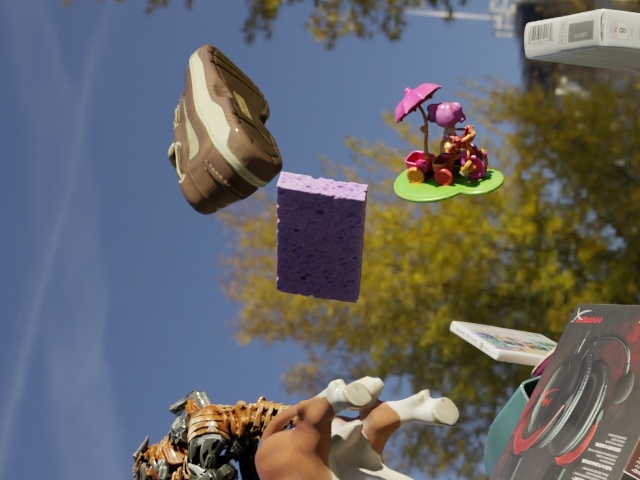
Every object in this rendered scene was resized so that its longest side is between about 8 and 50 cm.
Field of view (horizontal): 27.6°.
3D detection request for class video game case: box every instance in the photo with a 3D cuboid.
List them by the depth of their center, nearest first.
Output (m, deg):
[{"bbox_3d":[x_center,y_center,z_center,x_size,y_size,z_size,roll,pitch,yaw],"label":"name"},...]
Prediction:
[{"bbox_3d":[0.284,0.152,1.856,0.143,0.157,0.019,-147,69,-65],"label":"video game case"}]

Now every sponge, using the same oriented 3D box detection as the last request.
[{"bbox_3d":[0.000,0.000,1.747,0.210,0.117,0.031,92,-172,-48],"label":"sponge"}]

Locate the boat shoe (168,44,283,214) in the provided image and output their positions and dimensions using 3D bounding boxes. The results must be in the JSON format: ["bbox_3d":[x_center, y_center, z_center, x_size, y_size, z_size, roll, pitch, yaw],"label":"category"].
[{"bbox_3d":[-0.105,-0.103,1.199,0.095,0.095,0.257,42,-167,-21],"label":"boat shoe"}]

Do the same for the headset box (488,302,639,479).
[{"bbox_3d":[0.237,0.204,1.074,0.293,0.110,0.218,-61,12,-8],"label":"headset box"}]

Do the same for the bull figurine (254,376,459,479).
[{"bbox_3d":[0.074,0.235,0.962,0.101,0.310,0.188,-32,-17,-48],"label":"bull figurine"}]

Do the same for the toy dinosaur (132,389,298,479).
[{"bbox_3d":[-0.136,0.287,1.682,0.322,0.164,0.218,132,132,-54],"label":"toy dinosaur"}]

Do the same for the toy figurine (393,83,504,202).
[{"bbox_3d":[0.175,-0.153,1.909,0.130,0.173,0.159,-46,-48,-43],"label":"toy figurine"}]

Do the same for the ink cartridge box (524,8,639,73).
[{"bbox_3d":[0.420,-0.264,1.750,0.189,0.232,0.066,-173,83,-68],"label":"ink cartridge box"}]

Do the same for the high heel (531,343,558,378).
[{"bbox_3d":[0.337,0.216,1.758,0.082,0.117,0.244,-32,-23,-32],"label":"high heel"}]

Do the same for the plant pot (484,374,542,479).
[{"bbox_3d":[0.287,0.253,1.480,0.165,0.166,0.234,66,156,20],"label":"plant pot"}]
